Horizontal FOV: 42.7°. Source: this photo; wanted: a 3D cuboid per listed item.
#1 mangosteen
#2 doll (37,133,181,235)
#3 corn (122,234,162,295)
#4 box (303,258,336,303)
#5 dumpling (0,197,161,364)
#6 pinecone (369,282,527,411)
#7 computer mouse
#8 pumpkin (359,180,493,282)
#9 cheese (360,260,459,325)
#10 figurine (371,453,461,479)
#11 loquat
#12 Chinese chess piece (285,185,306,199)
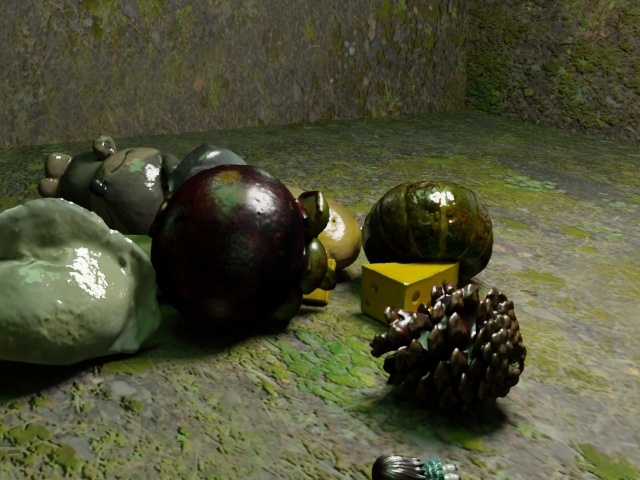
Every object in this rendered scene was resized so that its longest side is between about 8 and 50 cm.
[{"bbox_3d":[-0.141,0.015,1.409,0.311,0.311,0.311,0,17,0],"label":"mangosteen"},{"bbox_3d":[-0.414,-0.126,1.926,0.382,0.252,0.378,15,22,24],"label":"doll"},{"bbox_3d":[-0.383,0.037,1.579,0.305,0.122,0.123,5,60,12],"label":"corn"},{"bbox_3d":[-0.053,0.071,1.555,0.155,0.087,0.023,5,-25,17],"label":"box"},{"bbox_3d":[-0.411,0.096,1.241,0.320,0.270,0.212,-4,57,-57],"label":"dumpling"},{"bbox_3d":[0.182,0.148,1.156,0.204,0.179,0.184,2,-2,43],"label":"pinecone"},{"bbox_3d":[-0.217,-0.067,1.646,0.114,0.203,0.374,40,-12,8],"label":"computer mouse"},{"bbox_3d":[0.211,-0.025,1.579,0.260,0.189,0.260,-2,-25,-1],"label":"pumpkin"},{"bbox_3d":[0.178,0.089,1.468,0.171,0.093,0.126,-10,19,-30],"label":"cheese"},{"bbox_3d":[0.110,0.278,0.948,0.106,0.047,0.060,4,52,-11],"label":"figurine"},{"bbox_3d":[0.000,0.000,1.655,0.172,0.149,0.204,29,29,-23],"label":"loquat"},{"bbox_3d":[-0.153,-0.063,1.947,0.273,0.102,0.273,0,16,0],"label":"Chinese chess piece"}]
